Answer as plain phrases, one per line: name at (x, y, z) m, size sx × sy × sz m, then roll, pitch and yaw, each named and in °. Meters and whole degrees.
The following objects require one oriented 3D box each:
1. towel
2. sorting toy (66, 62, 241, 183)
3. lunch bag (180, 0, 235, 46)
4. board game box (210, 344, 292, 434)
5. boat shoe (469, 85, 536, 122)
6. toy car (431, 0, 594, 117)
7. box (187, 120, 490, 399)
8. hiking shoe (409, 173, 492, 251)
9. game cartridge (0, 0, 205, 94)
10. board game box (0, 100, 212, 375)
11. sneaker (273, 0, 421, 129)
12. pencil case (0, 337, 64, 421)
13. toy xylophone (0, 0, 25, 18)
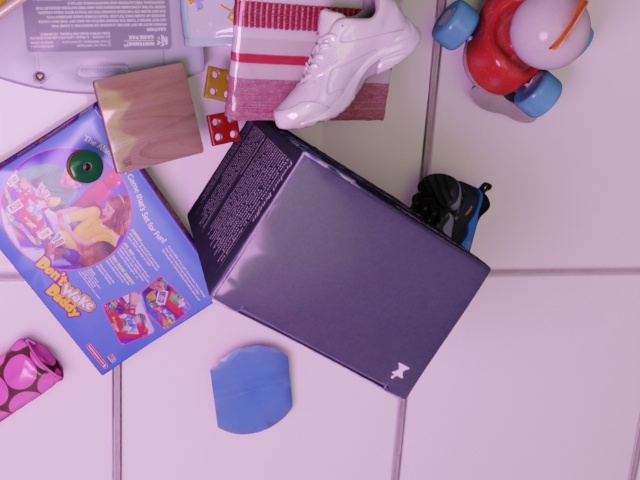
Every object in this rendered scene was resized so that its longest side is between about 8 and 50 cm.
towel at (-0.001, -0.319, 1.132) m, size 0.237 × 0.037 × 0.328 m, roll -2°, pitch 117°, yaw -22°
sorting toy at (-0.240, -0.177, 1.207) m, size 0.275 × 0.046 × 0.132 m, roll -19°, pitch 106°, yaw -27°
lunch bag at (-0.076, -0.383, 1.191) m, size 0.262 × 0.160 × 0.223 m, roll -6°, pitch 108°, yaw -18°
board game box at (-0.119, 0.246, 1.432) m, size 0.133 × 0.033 × 0.168 m, roll -11°, pitch 113°, yaw -15°
boat shoe at (0.301, -0.232, 1.385) m, size 0.125 × 0.046 × 0.038 m, roll 18°, pitch 61°, yaw -14°
toy car at (0.331, -0.322, 1.244) m, size 0.219 × 0.238 × 0.210 m, roll 35°, pitch 80°, yaw -18°
box at (0.000, 0.000, 1.193) m, size 0.294 × 0.395 × 0.212 m, roll 31°, pitch 97°, yaw -20°
hiking shoe at (0.186, 0.039, 1.401) m, size 0.132 × 0.113 × 0.304 m, roll 8°, pitch 117°, yaw -38°
game cartridge at (-0.318, -0.310, 1.211) m, size 0.297 × 0.062 × 0.198 m, roll -4°, pitch 111°, yaw -12°
board game box at (-0.335, 0.001, 1.283) m, size 0.233 × 0.078 × 0.347 m, roll -33°, pitch 111°, yaw -2°
sneaker at (0.016, -0.243, 1.116) m, size 0.232 × 0.090 × 0.115 m, roll -42°, pitch 117°, yaw -7°
pencil case at (-0.507, 0.232, 1.307) m, size 0.209 × 0.095 × 0.098 m, roll -34°, pitch 95°, yaw -4°
toy xylophone at (-0.454, -0.342, 1.086) m, size 0.323 × 0.081 × 0.236 m, roll -32°, pitch 73°, yaw 3°
